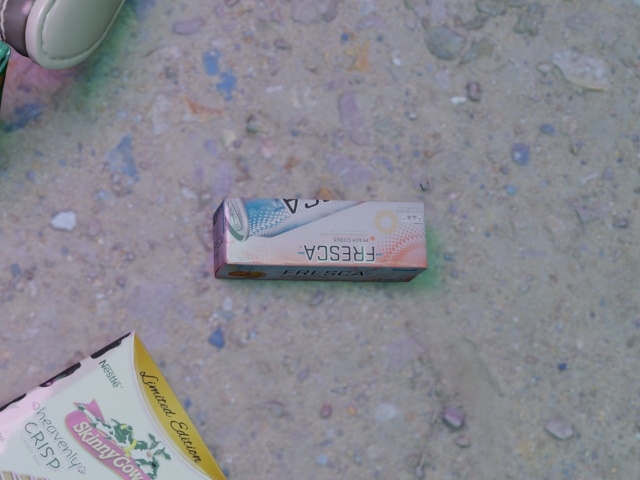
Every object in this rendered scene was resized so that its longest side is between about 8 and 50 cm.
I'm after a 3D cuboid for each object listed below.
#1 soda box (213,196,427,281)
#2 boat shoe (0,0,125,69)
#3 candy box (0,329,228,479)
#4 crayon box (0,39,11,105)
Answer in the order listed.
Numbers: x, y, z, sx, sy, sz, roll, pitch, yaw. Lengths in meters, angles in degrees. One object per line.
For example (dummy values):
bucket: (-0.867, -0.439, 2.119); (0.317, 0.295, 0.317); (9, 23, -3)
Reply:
soda box: (0.000, 0.000, 1.430); (0.183, 0.058, 0.063); (1, 75, -15)
boat shoe: (-0.203, -0.242, 1.373); (0.091, 0.109, 0.305); (18, 39, 8)
candy box: (-0.210, 0.200, 1.315); (0.233, 0.071, 0.159); (-31, 84, -20)
crayon box: (-0.390, -0.170, 1.318); (0.278, 0.165, 0.081); (32, 70, -4)
